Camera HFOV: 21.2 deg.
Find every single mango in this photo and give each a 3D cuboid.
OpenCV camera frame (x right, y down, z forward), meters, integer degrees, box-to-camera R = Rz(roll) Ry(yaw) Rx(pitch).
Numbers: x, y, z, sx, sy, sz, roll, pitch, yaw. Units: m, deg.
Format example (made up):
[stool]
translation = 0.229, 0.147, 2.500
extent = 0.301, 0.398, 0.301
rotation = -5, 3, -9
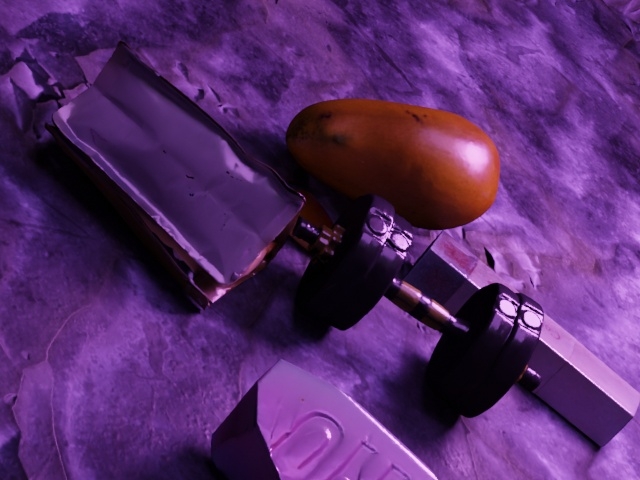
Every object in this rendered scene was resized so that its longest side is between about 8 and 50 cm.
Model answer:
[mango]
translation = 0.104, -0.118, 2.470
extent = 0.317, 0.173, 0.211
rotation = 16, 0, -4

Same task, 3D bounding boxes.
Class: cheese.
[cheese]
translation = 0.000, -0.001, 2.353
extent = 0.086, 0.036, 0.162
rotation = -5, 52, -54

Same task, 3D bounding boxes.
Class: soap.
[soap]
translation = 0.022, 0.291, 1.873
extent = 0.324, 0.109, 0.193
rotation = 42, 47, 7

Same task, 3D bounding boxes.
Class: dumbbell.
[dumbbell]
translation = 0.129, 0.084, 2.234
extent = 0.388, 0.185, 0.185
rotation = 33, 31, -10

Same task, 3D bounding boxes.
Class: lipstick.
[lipstick]
translation = 0.287, 0.139, 2.435
extent = 0.371, 0.080, 0.076
rotation = 39, 29, 1

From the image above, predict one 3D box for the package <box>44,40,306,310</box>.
[package]
translation = -0.198, -0.066, 2.148
extent = 0.311, 0.221, 0.165
rotation = 43, 70, 3
